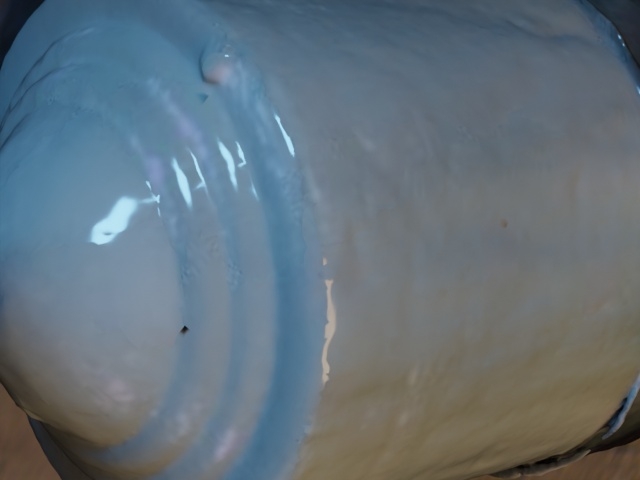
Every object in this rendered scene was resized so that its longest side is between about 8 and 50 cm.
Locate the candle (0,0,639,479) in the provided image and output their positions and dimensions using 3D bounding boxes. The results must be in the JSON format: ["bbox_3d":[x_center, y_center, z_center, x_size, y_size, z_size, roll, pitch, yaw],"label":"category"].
[{"bbox_3d":[0.000,0.000,0.720,0.342,0.221,0.221,-11,127,-38],"label":"candle"}]
